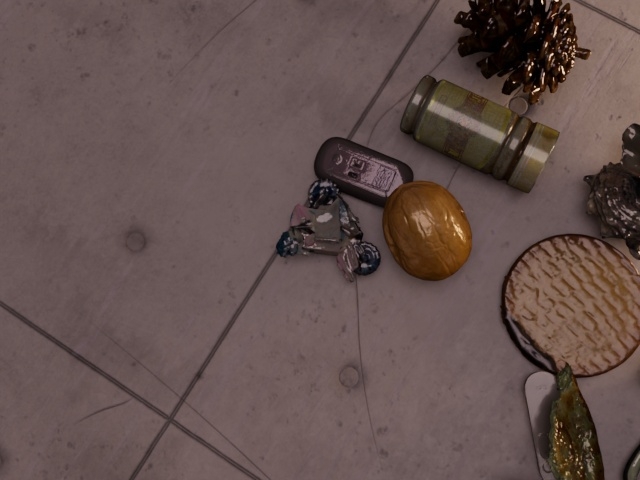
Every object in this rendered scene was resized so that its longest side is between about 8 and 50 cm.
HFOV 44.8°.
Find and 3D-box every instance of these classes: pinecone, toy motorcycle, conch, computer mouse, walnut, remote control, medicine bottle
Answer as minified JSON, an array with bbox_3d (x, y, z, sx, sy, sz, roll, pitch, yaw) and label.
[{"bbox_3d":[0.436,-0.439,1.718,0.309,0.244,0.244,26,83,28],"label":"pinecone"},{"bbox_3d":[0.000,0.002,1.741,0.204,0.108,0.239,-31,67,-8],"label":"toy motorcycle"},{"bbox_3d":[0.697,-0.121,1.679,0.240,0.186,0.313,21,102,15],"label":"conch"},{"bbox_3d":[0.099,-0.157,1.785,0.232,0.057,0.120,22,86,11],"label":"computer mouse"},{"bbox_3d":[0.229,-0.024,1.677,0.193,0.193,0.226,-27,95,0],"label":"walnut"},{"bbox_3d":[0.487,0.401,1.655,0.077,0.022,0.245,-10,86,5],"label":"remote control"},{"bbox_3d":[0.349,-0.240,1.728,0.322,0.151,0.151,27,83,9],"label":"medicine bottle"}]

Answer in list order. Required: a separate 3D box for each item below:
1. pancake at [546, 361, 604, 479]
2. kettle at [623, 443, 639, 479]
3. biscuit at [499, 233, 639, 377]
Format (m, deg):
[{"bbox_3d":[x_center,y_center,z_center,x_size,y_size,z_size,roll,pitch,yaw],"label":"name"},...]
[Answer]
[{"bbox_3d":[0.523,0.437,1.577,0.054,0.197,0.377,-22,70,42],"label":"pancake"},{"bbox_3d":[0.737,0.495,1.562,0.240,0.165,0.255,19,73,38],"label":"kettle"},{"bbox_3d":[0.555,0.140,1.699,0.317,0.040,0.318,-1,82,5],"label":"biscuit"}]
